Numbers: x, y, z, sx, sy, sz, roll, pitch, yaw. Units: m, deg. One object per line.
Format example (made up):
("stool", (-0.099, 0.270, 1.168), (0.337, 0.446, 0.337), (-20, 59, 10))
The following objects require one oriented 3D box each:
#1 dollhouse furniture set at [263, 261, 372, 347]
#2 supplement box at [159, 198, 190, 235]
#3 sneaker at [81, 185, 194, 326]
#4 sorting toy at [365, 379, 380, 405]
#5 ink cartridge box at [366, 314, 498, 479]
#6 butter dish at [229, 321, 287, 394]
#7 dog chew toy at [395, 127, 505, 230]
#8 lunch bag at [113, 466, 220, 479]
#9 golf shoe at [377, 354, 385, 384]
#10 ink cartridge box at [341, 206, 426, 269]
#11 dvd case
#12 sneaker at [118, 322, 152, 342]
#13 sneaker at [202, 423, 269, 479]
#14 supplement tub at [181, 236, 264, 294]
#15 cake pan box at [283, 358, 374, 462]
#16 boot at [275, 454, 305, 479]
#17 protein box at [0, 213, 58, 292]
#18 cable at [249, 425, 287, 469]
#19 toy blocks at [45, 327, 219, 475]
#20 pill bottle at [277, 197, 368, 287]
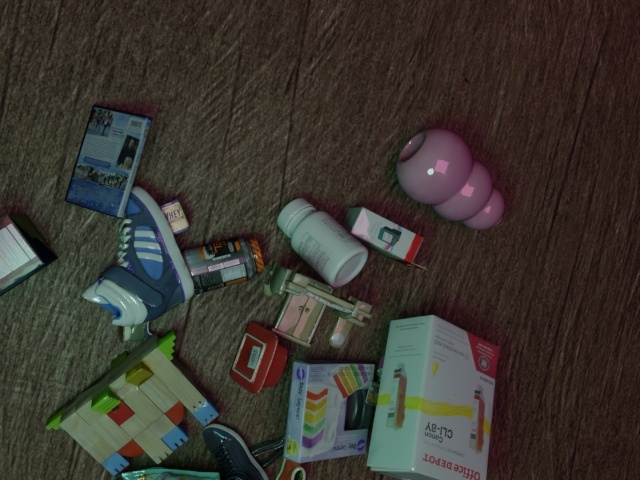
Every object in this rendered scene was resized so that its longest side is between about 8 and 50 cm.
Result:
("dollhouse furniture set", (0.000, 0.197, 1.649), (0.303, 0.355, 0.174), (24, 88, -13))
("supplement box", (-0.368, -0.057, 1.694), (0.056, 0.083, 0.083), (-23, 97, -10))
("sneaker", (-0.467, 0.044, 1.604), (0.236, 0.130, 0.323), (-24, 83, -29))
("sorting toy", (0.150, 0.412, 1.816), (0.083, 0.012, 0.062), (32, 66, -52))
("ink cartridge box", (0.295, 0.419, 1.721), (0.279, 0.160, 0.384), (28, 63, -32))
("butter dish", (-0.140, 0.310, 1.745), (0.118, 0.160, 0.160), (22, 87, -36))
("dog chew toy", (0.361, -0.148, 1.803), (0.332, 0.206, 0.206), (36, 84, -20))
("lunch bag", (-0.364, 0.664, 1.598), (0.262, 0.160, 0.223), (-3, 100, 20))
("golf shoe", (0.252, 0.442, 1.857), (0.140, 0.115, 0.306), (-20, 94, -37))
("ink cartridge box", (0.176, -0.005, 1.793), (0.231, 0.134, 0.078), (26, 86, -13))
("dvd case", (-0.515, -0.194, 1.635), (0.180, 0.022, 0.253), (16, 89, 26))
("sneaker", (-0.456, 0.159, 1.700), (0.086, 0.064, 0.192), (5, 83, -32))
("sneaker", (-0.234, 0.574, 1.694), (0.226, 0.163, 0.086), (47, 109, 4))
("supplement tub", (-0.245, 0.059, 1.710), (0.190, 0.117, 0.117), (-15, 95, -12))
("cake pan box", (0.029, 0.435, 1.749), (0.267, 0.070, 0.246), (12, 85, -45))
("boot", (-0.077, 0.636, 1.778), (0.059, 0.084, 0.158), (2, 112, -24))
("protein box", (-0.743, 0.050, 1.554), (0.201, 0.200, 0.136), (-35, 99, -9))
("cable", (-0.076, 0.515, 1.814), (0.287, 0.072, 0.139), (-44, 118, 5))
("toy blocks", (-0.434, 0.426, 1.667), (0.381, 0.191, 0.261), (-38, 110, -4))
("pill bottle", (0.000, 0.000, 1.713), (0.131, 0.131, 0.229), (-43, 64, -8))
